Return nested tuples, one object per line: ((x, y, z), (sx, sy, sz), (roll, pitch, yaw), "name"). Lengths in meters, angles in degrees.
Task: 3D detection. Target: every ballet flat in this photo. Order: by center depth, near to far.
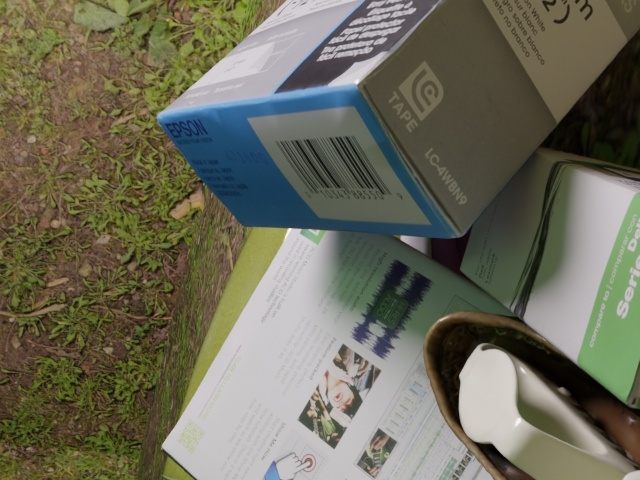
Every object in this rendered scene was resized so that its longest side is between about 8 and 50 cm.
((0.142, 0.119, 0.492), (0.116, 0.124, 0.342), (-58, 29, 10), "ballet flat")

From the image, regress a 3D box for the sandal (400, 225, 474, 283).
((0.148, -0.062, 0.865), (0.102, 0.169, 0.417), (-2, 75, 34), "sandal")

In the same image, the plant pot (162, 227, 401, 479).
((0.017, 0.082, 0.961), (0.275, 0.274, 0.294), (155, 124, -72), "plant pot")

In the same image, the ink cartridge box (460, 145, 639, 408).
((0.189, 0.019, 0.560), (0.219, 0.160, 0.093), (-131, 54, -71), "ink cartridge box")

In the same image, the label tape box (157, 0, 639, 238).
((0.089, -0.157, 0.697), (0.348, 0.115, 0.249), (-48, 24, -21), "label tape box")

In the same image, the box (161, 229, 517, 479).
((0.057, 0.135, 0.727), (0.322, 0.058, 0.232), (33, 93, 37), "box")
